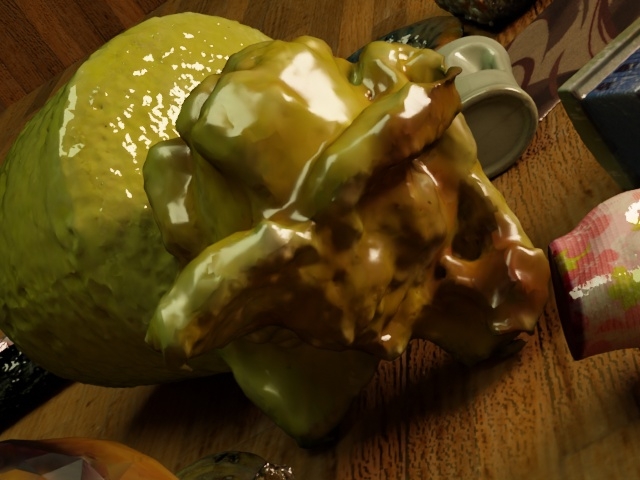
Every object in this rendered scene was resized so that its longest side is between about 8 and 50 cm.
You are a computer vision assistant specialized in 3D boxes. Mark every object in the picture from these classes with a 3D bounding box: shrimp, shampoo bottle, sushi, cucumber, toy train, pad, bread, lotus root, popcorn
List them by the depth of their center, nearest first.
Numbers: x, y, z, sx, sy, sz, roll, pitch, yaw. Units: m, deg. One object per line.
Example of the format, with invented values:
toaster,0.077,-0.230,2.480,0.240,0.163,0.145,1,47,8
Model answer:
lotus root,-0.091,0.218,1.111,0.179,0.080,0.089,-31,12,28
popcorn,-0.012,0.000,1.152,0.321,0.326,0.290,-9,32,-19
toy train,0.354,-0.159,1.165,0.299,0.131,0.202,-41,13,-13
bread,-0.150,-0.024,1.404,0.307,0.348,0.348,-22,23,52
shampoo bottle,0.154,-0.150,1.498,0.118,0.087,0.234,-41,21,15
pad,0.274,-0.227,1.607,0.330,0.004,0.220,-45,22,-21
cucumber,-0.288,0.117,1.673,0.303,0.072,0.081,-33,18,7
sushi,0.200,-0.348,1.814,0.126,0.136,0.225,-43,28,-9
shrimp,0.065,-0.202,1.832,0.262,0.051,0.198,-22,25,28

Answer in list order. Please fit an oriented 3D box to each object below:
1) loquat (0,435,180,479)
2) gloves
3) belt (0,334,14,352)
loquat,-0.178,0.246,0.975,0.235,0.235,0.235,-32,21,13
gloves,0.275,0.005,0.941,0.241,0.126,0.145,-11,2,3
belt,-0.355,0.108,1.831,0.232,0.053,0.071,-45,12,-22
